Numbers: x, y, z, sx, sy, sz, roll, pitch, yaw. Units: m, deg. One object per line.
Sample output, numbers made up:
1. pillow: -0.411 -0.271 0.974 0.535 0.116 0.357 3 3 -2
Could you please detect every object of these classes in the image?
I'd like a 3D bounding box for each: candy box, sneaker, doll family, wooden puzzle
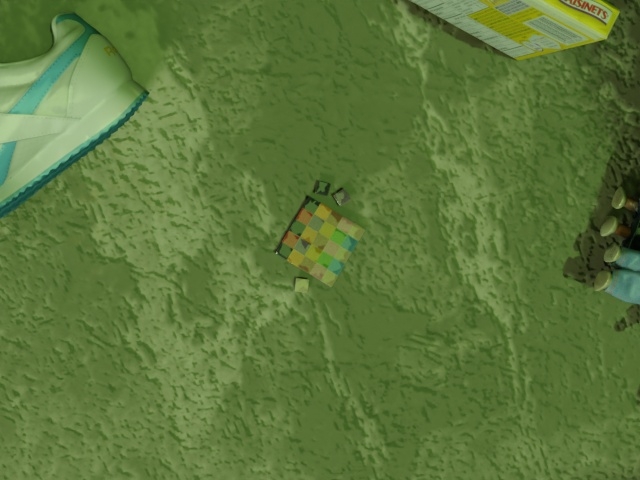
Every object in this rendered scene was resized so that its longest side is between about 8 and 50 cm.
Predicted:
1. candy box: 0.125 -0.163 1.347 0.105 0.206 0.027 30 86 -10
2. sneaker: -0.235 -0.066 1.372 0.228 0.087 0.092 -38 92 -10
3. doll family: 0.278 -0.013 1.454 0.111 0.076 0.193 23 97 -14
4. wooden puzzle: 0.000 0.000 1.445 0.049 0.006 0.083 31 90 -10
